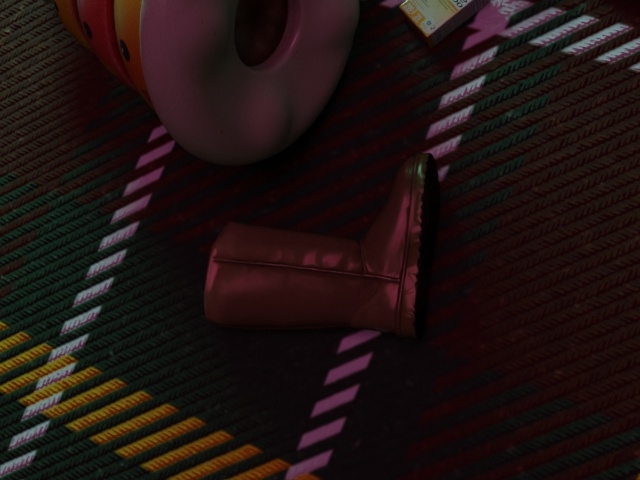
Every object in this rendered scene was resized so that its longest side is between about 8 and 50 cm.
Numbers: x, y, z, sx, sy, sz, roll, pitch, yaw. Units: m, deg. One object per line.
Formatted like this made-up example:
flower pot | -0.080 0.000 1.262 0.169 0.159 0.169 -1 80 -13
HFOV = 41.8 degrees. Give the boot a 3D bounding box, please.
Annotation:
boot | 0.000 0.000 1.021 0.269 0.089 0.236 5 78 19

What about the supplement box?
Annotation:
supplement box | 0.159 -0.304 1.073 0.098 0.036 0.062 -39 70 4

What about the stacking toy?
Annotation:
stacking toy | -0.221 -0.319 1.070 0.479 0.350 0.351 23 84 33
